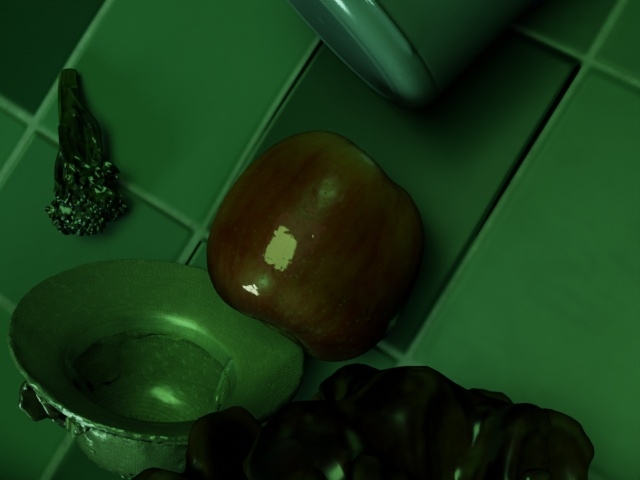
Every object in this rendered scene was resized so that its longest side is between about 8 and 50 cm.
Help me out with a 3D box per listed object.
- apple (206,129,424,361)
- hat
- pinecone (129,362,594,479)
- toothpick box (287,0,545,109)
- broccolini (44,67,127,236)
[{"bbox_3d":[0.000,0.000,0.746,0.199,0.199,0.199,-4,76,17],"label":"apple"},{"bbox_3d":[-0.149,0.136,0.767,0.257,0.257,0.130,25,118,21],"label":"hat"},{"bbox_3d":[0.059,0.271,0.525,0.398,0.398,0.397,-4,76,17],"label":"pinecone"},{"bbox_3d":[0.135,-0.304,0.745,0.355,0.263,0.263,-44,69,3],"label":"toothpick box"},{"bbox_3d":[-0.266,-0.097,0.907,0.091,0.068,0.202,-34,68,29],"label":"broccolini"}]
